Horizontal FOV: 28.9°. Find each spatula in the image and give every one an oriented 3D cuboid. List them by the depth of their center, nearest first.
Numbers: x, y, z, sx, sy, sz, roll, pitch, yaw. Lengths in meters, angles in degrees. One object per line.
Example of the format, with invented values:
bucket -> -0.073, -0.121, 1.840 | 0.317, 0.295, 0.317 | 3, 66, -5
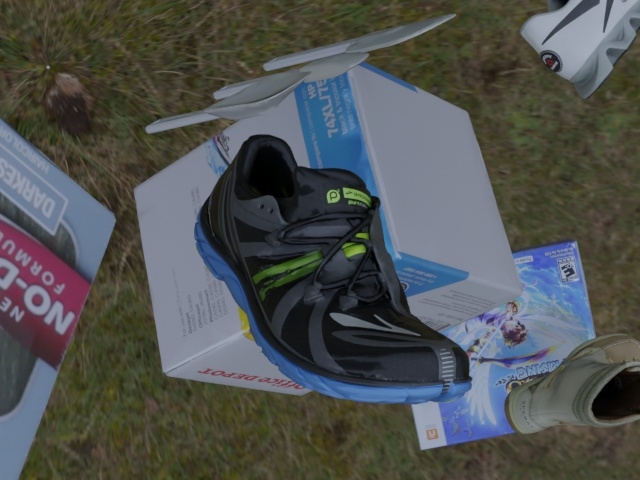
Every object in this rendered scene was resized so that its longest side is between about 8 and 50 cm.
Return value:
spatula -> -0.033, -0.119, 0.902 | 0.168, 0.242, 0.019 | -33, 106, -26

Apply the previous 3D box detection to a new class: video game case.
video game case -> 0.244, 0.144, 1.719 | 0.269, 0.061, 0.244 | -12, 93, 6

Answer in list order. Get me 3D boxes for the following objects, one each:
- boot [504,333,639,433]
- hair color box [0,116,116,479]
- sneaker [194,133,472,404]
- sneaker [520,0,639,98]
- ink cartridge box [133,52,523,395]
boot -> 0.339, 0.163, 1.449 | 0.213, 0.165, 0.077 | -23, 91, -29
hair color box -> -0.267, 0.026, 0.390 | 0.185, 0.374, 0.114 | 45, 44, -35
sneaker -> 0.001, 0.010, 0.561 | 0.067, 0.188, 0.078 | 4, 118, -37
sneaker -> 0.374, -0.342, 1.604 | 0.146, 0.122, 0.330 | 38, 61, 3
ink cartridge box -> 0.000, 0.000, 1.135 | 0.198, 0.270, 0.197 | 17, 53, -49
